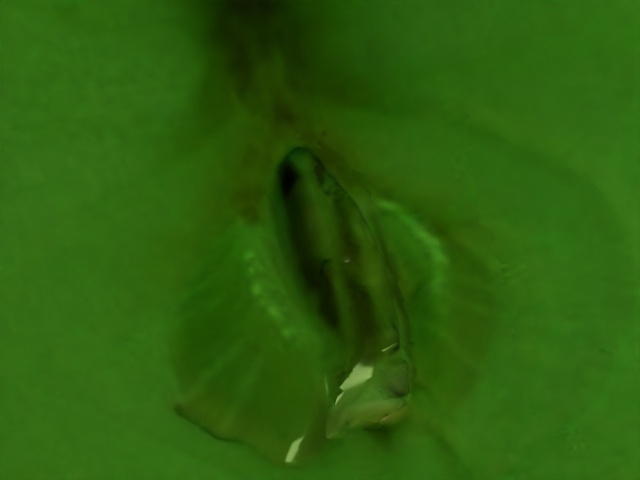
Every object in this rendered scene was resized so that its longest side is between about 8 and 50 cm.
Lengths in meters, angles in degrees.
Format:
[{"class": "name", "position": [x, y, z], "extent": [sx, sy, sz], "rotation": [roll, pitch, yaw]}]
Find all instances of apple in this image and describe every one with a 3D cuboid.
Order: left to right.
[{"class": "apple", "position": [0.000, 0.000, 0.519], "extent": [0.320, 0.360, 0.312], "rotation": [21, 47, 42]}]
